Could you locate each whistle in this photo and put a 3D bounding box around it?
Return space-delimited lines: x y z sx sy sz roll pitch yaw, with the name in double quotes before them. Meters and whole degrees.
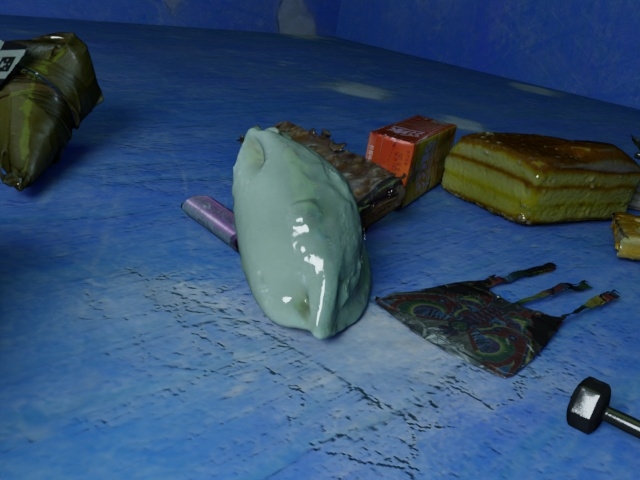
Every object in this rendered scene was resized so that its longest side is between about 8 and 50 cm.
"whistle" -0.091 -0.011 0.725 0.033 0.033 0.176 -8 26 -38

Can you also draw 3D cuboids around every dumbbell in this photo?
"dumbbell" 0.216 0.129 0.488 0.083 0.040 0.036 24 55 34

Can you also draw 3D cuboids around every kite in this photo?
"kite" 0.194 0.059 0.687 0.285 0.015 0.152 -10 29 -42

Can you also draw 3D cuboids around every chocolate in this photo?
"chocolate" -0.006 -0.091 0.922 0.102 0.065 0.329 -33 36 -13

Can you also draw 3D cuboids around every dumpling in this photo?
"dumpling" 0.000 -0.006 0.620 0.149 0.105 0.217 2 56 -25

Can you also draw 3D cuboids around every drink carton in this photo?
"drink carton" 0.131 -0.120 1.011 0.070 0.096 0.223 18 22 20

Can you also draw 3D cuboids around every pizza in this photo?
"pizza" 0.430 -0.003 0.912 0.178 0.041 0.131 -9 25 -36

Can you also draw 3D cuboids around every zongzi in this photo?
"zongzi" -0.427 -0.141 0.852 0.260 0.123 0.289 -2 43 9

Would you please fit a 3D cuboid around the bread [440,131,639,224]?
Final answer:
"bread" 0.325 -0.100 1.024 0.234 0.111 0.184 -6 25 -34

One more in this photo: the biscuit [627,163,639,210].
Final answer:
"biscuit" 0.520 -0.090 1.151 0.238 0.062 0.108 15 21 15

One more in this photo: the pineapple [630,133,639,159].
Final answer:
"pineapple" 0.612 -0.071 0.969 0.357 0.223 0.223 10 20 20

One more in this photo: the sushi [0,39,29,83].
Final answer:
"sushi" -0.501 -0.198 0.835 0.279 0.193 0.043 22 -17 30
